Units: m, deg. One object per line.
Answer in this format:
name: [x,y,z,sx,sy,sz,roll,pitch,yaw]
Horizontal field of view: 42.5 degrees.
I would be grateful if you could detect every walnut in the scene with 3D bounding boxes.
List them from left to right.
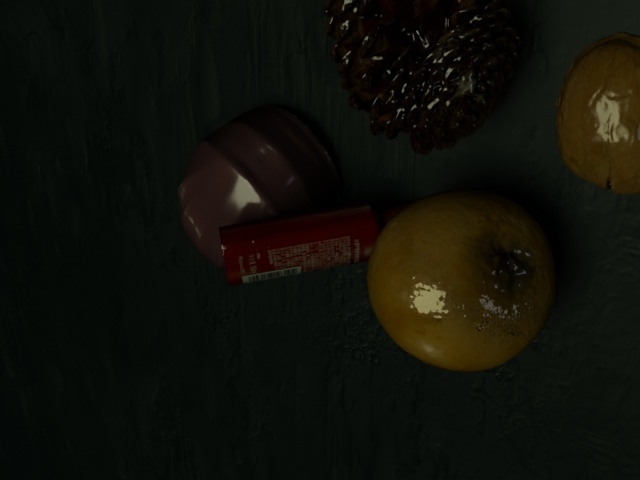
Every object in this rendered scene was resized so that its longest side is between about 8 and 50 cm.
walnut: [0.365,-0.149,1.041,0.167,0.087,0.211,7,116,40]

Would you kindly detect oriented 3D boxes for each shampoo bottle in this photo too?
shampoo bottle: [-0.001,0.000,1.281,0.118,0.314,0.076,86,172,-50]

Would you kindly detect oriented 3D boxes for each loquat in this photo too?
loquat: [0.196,0.055,1.156,0.263,0.263,0.263,18,122,31]

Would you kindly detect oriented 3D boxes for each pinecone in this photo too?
pinecone: [0.124,-0.267,1.094,0.292,0.246,0.246,58,137,27]

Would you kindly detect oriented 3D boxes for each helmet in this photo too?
helmet: [-0.132,-0.061,1.408,0.271,0.197,0.338,47,132,6]
